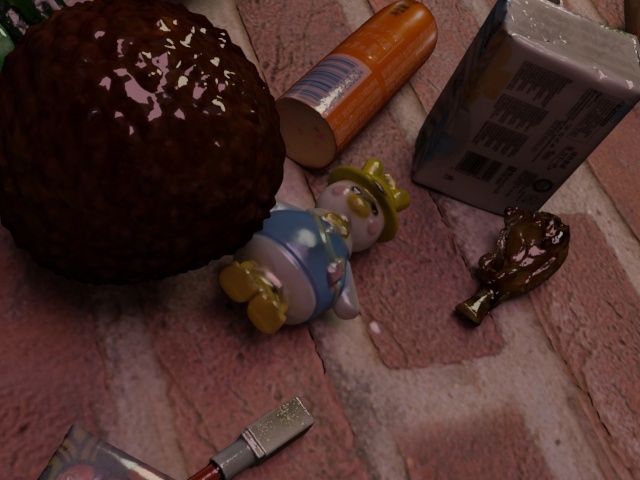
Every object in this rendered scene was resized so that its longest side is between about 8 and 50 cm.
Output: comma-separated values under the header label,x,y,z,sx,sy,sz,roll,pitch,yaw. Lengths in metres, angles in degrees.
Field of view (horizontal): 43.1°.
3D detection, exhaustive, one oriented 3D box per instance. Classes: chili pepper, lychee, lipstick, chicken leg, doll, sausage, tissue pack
label,x,y,z,sx,sy,sz,roll,pitch,yaw
chili pepper,-0.298,-0.262,0.883,0.279,0.065,0.122,35,43,3
lychee,-0.159,-0.084,0.689,0.261,0.260,0.260,10,54,-14
lipstick,-0.065,0.178,0.681,0.129,0.030,0.030,-27,70,-34
chicken leg,0.204,0.024,0.875,0.178,0.070,0.093,-42,103,-25
doll,0.000,-0.001,0.791,0.135,0.098,0.241,28,50,27
sausage,0.057,-0.204,0.960,0.093,0.093,0.312,36,51,6
tissue pack,-0.149,0.221,0.599,0.148,0.060,0.108,30,50,0
tissue pack,0.222,-0.157,0.899,0.159,0.229,0.145,19,52,-8

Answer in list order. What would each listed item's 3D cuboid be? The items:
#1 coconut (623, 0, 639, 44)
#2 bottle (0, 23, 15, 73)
label,x,y,z,sx,sy,sz,roll,pitch,yaw
coconut,0.540,-0.326,1.145,0.237,0.237,0.197,-29,72,-34
bottle,-0.416,-0.102,0.704,0.093,0.093,0.330,40,52,9
